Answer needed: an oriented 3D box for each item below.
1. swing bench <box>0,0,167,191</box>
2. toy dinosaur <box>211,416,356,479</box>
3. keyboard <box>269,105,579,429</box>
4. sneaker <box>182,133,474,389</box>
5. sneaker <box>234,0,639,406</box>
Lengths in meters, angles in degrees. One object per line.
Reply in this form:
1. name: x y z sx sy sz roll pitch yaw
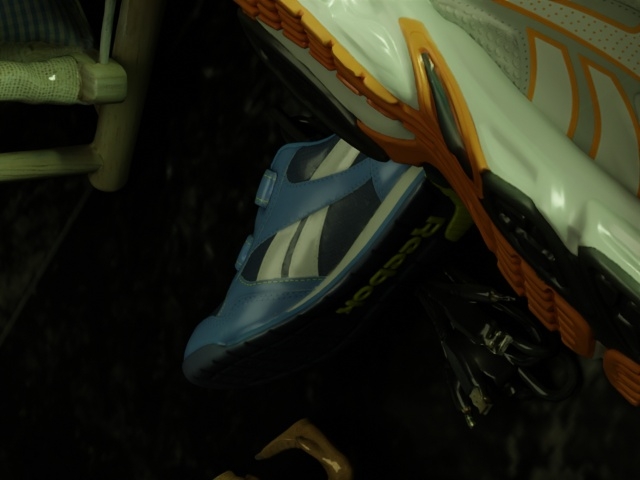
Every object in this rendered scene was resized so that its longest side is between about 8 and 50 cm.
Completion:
1. swing bench: -0.175 -0.141 0.642 0.165 0.253 0.254 64 144 24
2. toy dinosaur: 0.011 0.123 0.640 0.112 0.064 0.211 54 133 9
3. keyboard: 0.063 -0.065 0.611 0.317 0.033 0.201 51 119 33
4. sneaker: 0.000 0.000 0.610 0.144 0.053 0.059 -43 61 22
5. sneaker: 0.090 -0.044 0.504 0.121 0.099 0.262 -42 73 -9
